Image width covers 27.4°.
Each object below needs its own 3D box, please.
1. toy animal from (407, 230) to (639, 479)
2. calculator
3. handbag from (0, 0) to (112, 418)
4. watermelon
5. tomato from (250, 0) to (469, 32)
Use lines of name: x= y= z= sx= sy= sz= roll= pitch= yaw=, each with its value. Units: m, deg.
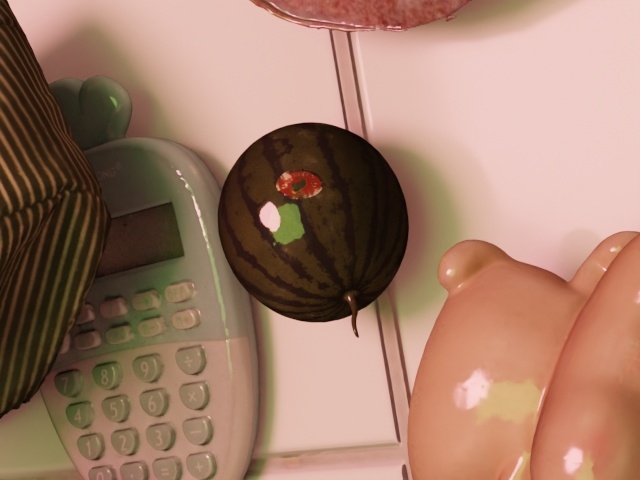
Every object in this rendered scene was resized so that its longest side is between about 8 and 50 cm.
toy animal: x=0.139 y=0.082 z=0.603 sx=0.197 sy=0.171 sz=0.171 roll=3 pitch=95 yaw=41
calculator: x=-0.123 y=0.037 z=0.845 sx=0.184 sy=0.042 sz=0.295 roll=-13 pitch=89 yaw=34
handbag: x=-0.301 y=0.020 z=0.807 sx=0.340 sy=0.240 sz=0.247 roll=-44 pitch=69 yaw=44
watermelon: x=0.000 y=0.000 z=0.715 sx=0.105 sy=0.105 sz=0.133 roll=-43 pitch=52 yaw=29
tomato: x=0.017 y=-0.216 z=0.685 sx=0.228 sy=0.112 sz=0.199 roll=25 pitch=135 yaw=12
